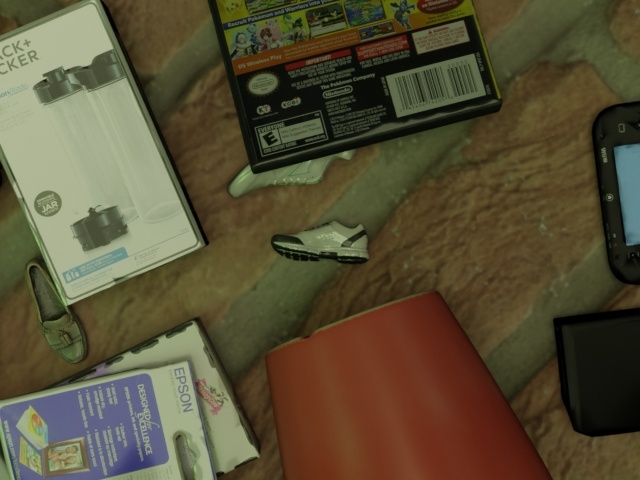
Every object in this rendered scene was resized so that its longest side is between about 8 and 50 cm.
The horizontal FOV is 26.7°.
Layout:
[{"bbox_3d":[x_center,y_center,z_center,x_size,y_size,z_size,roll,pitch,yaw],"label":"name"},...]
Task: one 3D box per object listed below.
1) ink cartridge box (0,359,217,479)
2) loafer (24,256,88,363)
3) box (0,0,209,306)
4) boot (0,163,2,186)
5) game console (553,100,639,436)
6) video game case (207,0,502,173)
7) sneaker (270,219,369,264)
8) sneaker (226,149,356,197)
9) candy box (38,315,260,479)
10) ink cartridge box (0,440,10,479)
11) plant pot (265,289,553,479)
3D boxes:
[{"bbox_3d":[-0.214,0.242,1.399,0.208,0.045,0.206,-12,93,-4],"label":"ink cartridge box"},{"bbox_3d":[-0.291,0.078,1.467,0.045,0.039,0.125,-24,92,-2],"label":"loafer"},{"bbox_3d":[-0.252,-0.094,1.441,0.169,0.087,0.290,-22,92,-1],"label":"box"},{"bbox_3d":[-0.406,0.048,1.439,0.246,0.094,0.207,-31,98,-8],"label":"boot"},{"bbox_3d":[0.355,0.028,1.484,0.213,0.044,0.361,-8,91,-2],"label":"game console"},{"bbox_3d":[0.030,-0.222,1.445,0.275,0.035,0.248,-15,78,-1],"label":"video game case"},{"bbox_3d":[0.000,0.000,1.480,0.109,0.040,0.043,5,75,-5],"label":"sneaker"},{"bbox_3d":[-0.030,-0.081,1.465,0.152,0.054,0.061,-30,95,-1],"label":"sneaker"},{"bbox_3d":[-0.185,0.197,1.459,0.196,0.070,0.165,-25,92,0],"label":"candy box"},{"bbox_3d":[-0.451,0.317,1.435,0.304,0.072,0.307,-28,100,1],"label":"ink cartridge box"},{"bbox_3d":[0.073,0.196,1.384,0.275,0.275,0.243,-20,84,-1],"label":"plant pot"}]
